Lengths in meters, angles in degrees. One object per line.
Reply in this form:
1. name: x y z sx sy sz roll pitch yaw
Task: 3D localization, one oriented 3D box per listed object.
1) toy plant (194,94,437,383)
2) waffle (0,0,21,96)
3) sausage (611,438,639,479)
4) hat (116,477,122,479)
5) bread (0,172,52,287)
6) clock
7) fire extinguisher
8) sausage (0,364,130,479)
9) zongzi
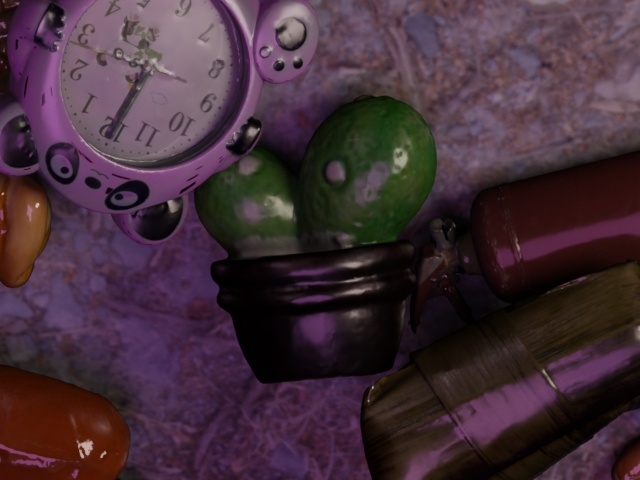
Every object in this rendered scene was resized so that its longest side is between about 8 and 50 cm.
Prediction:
1. toy plant: 0.000 0.000 1.682 0.218 0.175 0.235 -7 91 18
2. waffle: -0.316 -0.220 1.658 0.292 0.056 0.309 30 114 -10
3. sausage: 0.351 0.180 1.802 0.186 0.043 0.043 -22 111 13
4. hat: -0.198 0.253 1.866 0.077 0.059 0.076 1 131 9
5. bread: -0.384 -0.039 1.687 0.311 0.173 0.121 19 74 -3
6. clock: -0.146 -0.136 1.608 0.227 0.090 0.248 29 94 -25
7. fire extinguisher: 0.226 0.005 1.700 0.337 0.106 0.147 -14 124 11
8. sausage: -0.301 0.172 1.796 0.258 0.133 0.133 11 115 2
9. zongzi: 0.185 0.144 1.718 0.286 0.300 0.138 -28 68 5
